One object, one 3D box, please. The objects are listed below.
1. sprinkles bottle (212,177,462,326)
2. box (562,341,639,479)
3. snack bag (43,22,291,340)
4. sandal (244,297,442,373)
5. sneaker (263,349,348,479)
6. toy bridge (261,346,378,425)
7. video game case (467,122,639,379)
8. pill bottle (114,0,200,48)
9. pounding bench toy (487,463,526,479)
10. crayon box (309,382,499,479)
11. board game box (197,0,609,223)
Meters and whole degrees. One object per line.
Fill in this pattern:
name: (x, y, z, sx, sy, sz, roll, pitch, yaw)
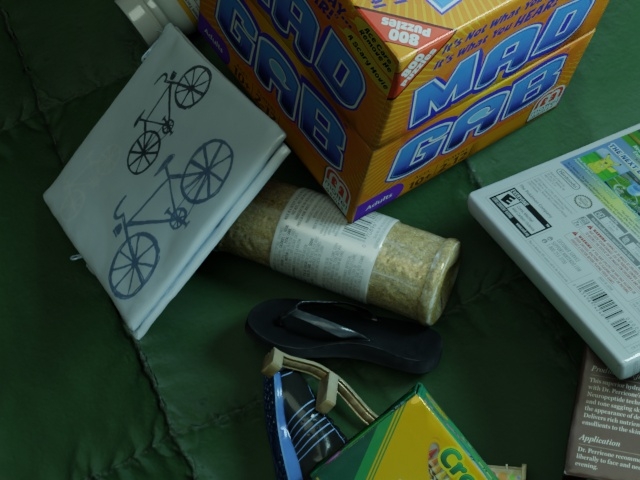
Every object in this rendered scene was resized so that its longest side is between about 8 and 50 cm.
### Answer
sprinkles bottle: (0.000, 0.000, 1.852, 0.355, 0.121, 0.121, 20, 77, 14)
box: (0.386, 0.210, 1.700, 0.168, 0.167, 0.203, 10, 74, 13)
snack bag: (-0.215, -0.086, 1.864, 0.323, 0.037, 0.342, -52, 45, 9)
sandal: (0.031, 0.108, 1.829, 0.254, 0.054, 0.097, 7, 37, 5)
sneaker: (-0.015, 0.244, 1.808, 0.090, 0.081, 0.232, -3, 64, -16)
toy bridge: (0.009, 0.191, 1.798, 0.188, 0.063, 0.026, 35, 118, -16)
video game case: (0.389, -0.004, 1.720, 0.300, 0.036, 0.329, -22, 46, -17)
pill bottle: (-0.180, -0.361, 1.997, 0.208, 0.117, 0.117, -38, 71, -4)
pounding bench toy: (0.219, 0.317, 1.753, 0.065, 0.052, 0.083, 2, 73, 10)
crayon box: (0.140, 0.329, 1.693, 0.165, 0.081, 0.278, -40, 89, 8)
board game box: (0.100, -0.314, 1.762, 0.356, 0.356, 0.356, -30, 70, -22)
